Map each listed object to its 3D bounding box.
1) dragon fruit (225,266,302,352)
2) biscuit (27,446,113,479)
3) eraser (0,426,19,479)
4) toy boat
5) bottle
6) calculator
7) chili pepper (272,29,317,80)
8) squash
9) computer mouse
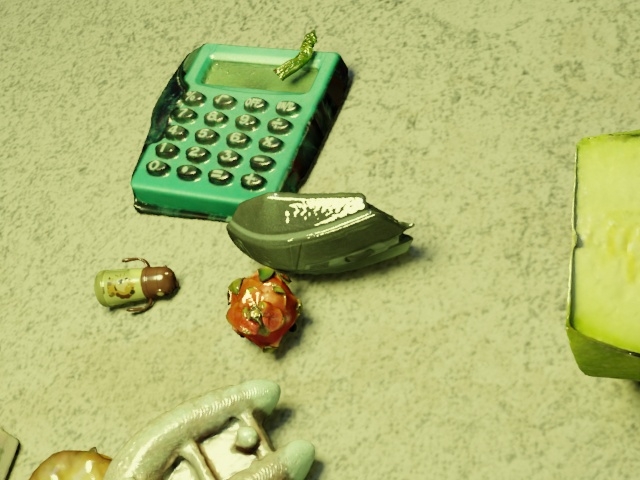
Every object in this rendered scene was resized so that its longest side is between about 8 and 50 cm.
[{"bbox_3d":[-0.068,0.072,1.319,0.086,0.081,0.116,-31,26,-3],"label":"dragon fruit"},{"bbox_3d":[-0.290,0.363,1.229,0.154,0.045,0.299,2,58,22],"label":"biscuit"},{"bbox_3d":[-0.456,0.334,1.300,0.130,0.086,0.287,1,57,27],"label":"eraser"},{"bbox_3d":[-0.125,0.234,1.199,0.227,0.085,0.155,-28,62,-8],"label":"toy boat"},{"bbox_3d":[-0.225,0.052,1.424,0.101,0.063,0.047,-8,23,16],"label":"bottle"},{"bbox_3d":[-0.114,-0.148,1.512,0.248,0.058,0.274,9,61,30],"label":"calculator"},{"bbox_3d":[-0.027,-0.238,1.493,0.027,0.022,0.083,28,71,36],"label":"chili pepper"},{"bbox_3d":[0.406,0.021,1.062,0.308,0.210,0.234,-2,70,28],"label":"squash"},{"bbox_3d":[-0.001,0.002,1.318,0.231,0.126,0.071,1,67,22],"label":"computer mouse"}]
